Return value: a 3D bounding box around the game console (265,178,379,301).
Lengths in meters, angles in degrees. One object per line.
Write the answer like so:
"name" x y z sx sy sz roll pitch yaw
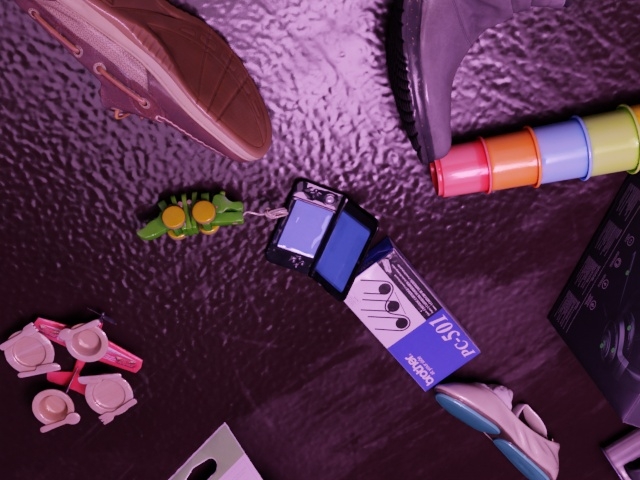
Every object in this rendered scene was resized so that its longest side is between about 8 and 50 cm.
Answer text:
"game console" 0.000 0.000 1.188 0.107 0.071 0.122 19 109 -15

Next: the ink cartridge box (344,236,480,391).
"ink cartridge box" 0.118 0.102 1.261 0.097 0.046 0.207 -38 113 10

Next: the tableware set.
"tableware set" -0.329 0.176 1.216 0.141 0.020 0.168 -17 109 6

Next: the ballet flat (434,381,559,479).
"ballet flat" 0.261 0.256 1.336 0.086 0.086 0.248 -43 114 11

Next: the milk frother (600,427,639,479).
"milk frother" 0.475 0.280 1.369 0.135 0.129 0.143 -34 70 7

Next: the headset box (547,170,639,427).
"headset box" 0.440 0.081 1.166 0.131 0.283 0.246 19 108 -15

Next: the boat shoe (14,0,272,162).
"boat shoe" -0.204 -0.201 1.066 0.342 0.123 0.123 39 133 -26

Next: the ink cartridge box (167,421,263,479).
"ink cartridge box" -0.115 0.398 1.292 0.171 0.235 0.056 -47 146 12

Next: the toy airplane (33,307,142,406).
"toy airplane" -0.314 0.156 1.235 0.151 0.028 0.151 0 111 -1

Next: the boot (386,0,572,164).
"boot" 0.190 -0.261 1.076 0.223 0.118 0.338 -10 113 -5

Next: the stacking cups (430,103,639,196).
"stacking cups" 0.297 -0.116 1.167 0.316 0.096 0.096 -9 114 -3

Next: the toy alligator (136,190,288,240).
"toy alligator" -0.138 -0.040 1.166 0.190 0.056 0.051 -10 73 -3
